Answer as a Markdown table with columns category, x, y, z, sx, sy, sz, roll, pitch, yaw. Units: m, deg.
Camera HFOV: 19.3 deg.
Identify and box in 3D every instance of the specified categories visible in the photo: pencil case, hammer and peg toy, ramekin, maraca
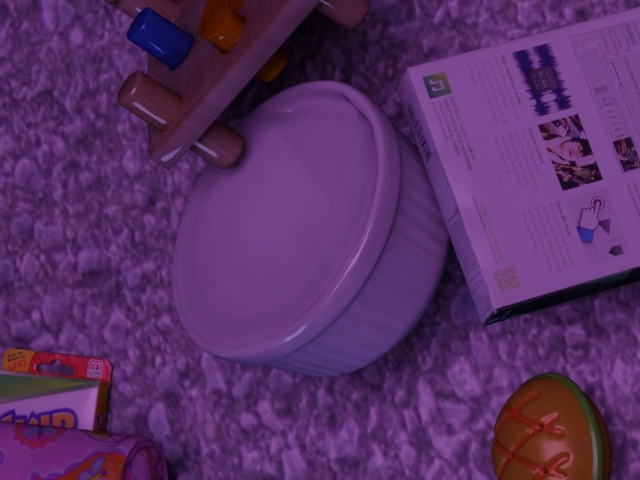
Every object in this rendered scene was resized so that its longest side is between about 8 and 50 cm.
| category | x | y | z | sx | sy | sz | roll | pitch | yaw |
| --- | --- | --- | --- | --- | --- | --- | --- | --- | --- |
| pencil case | -0.290 | 0.236 | 1.797 | 0.284 | 0.124 | 0.124 | 1 | 82 | 18 |
| hammer and peg toy | -0.084 | -0.245 | 1.789 | 0.266 | 0.127 | 0.361 | -47 | 27 | 23 |
| ramekin | 0.000 | 0.000 | 1.715 | 0.273 | 0.127 | 0.273 | -27 | 50 | 37 |
| maraca | 0.208 | 0.210 | 1.675 | 0.127 | 0.099 | 0.185 | -26 | 67 | 54 |

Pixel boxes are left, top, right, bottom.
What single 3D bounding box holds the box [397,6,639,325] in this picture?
| category | x | y | z | sx | sy | sz | roll | pitch | yaw |
| --- | --- | --- | --- | --- | --- | --- | --- | --- | --- |
| box | 0.255 | -0.079 | 1.659 | 0.322 | 0.058 | 0.232 | -16 | 76 | -11 |

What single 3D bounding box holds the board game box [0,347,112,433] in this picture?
| category | x | y | z | sx | sy | sz | roll | pitch | yaw |
| --- | --- | --- | --- | --- | --- | --- | --- | --- | --- |
| board game box | -0.282 | 0.239 | 1.870 | 0.124 | 0.039 | 0.259 | 5 | 81 | 18 |
